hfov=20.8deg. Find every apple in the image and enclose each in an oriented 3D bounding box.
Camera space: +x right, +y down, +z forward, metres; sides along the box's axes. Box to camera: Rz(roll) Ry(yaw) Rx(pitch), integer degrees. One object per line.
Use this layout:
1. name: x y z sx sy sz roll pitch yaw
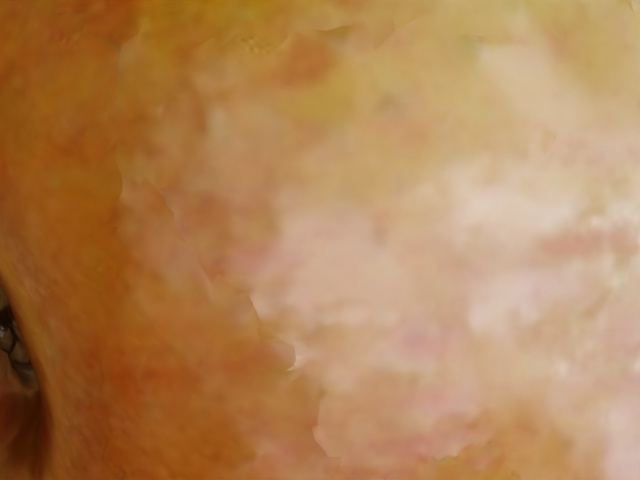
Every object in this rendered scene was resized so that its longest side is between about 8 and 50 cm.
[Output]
1. apple: 0.000 0.000 0.462 0.275 0.299 0.299 -5 129 -44
